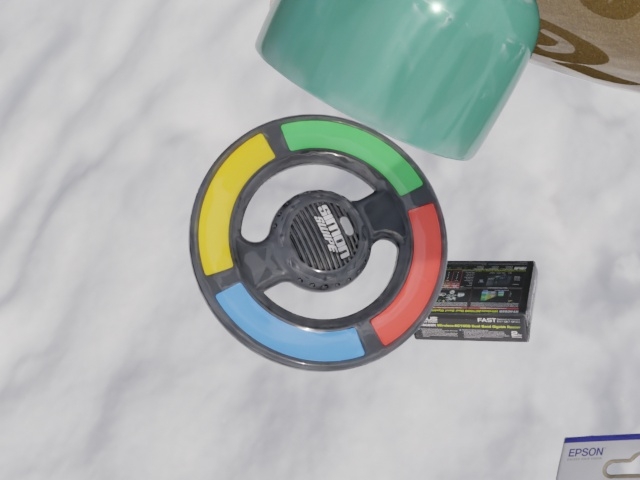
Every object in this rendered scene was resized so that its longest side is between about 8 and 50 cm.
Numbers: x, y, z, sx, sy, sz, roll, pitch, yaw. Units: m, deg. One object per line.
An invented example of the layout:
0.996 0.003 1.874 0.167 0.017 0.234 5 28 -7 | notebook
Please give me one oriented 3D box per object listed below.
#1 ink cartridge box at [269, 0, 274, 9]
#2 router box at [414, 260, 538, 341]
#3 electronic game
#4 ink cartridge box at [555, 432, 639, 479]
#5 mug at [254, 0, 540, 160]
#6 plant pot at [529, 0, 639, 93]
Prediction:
0.022 -0.246 0.937 0.145 0.045 0.179 -43 31 30 | ink cartridge box
0.163 0.063 1.315 0.122 0.038 0.092 0 36 18 | router box
0.000 0.000 1.089 0.229 0.229 0.048 -62 4 -19 | electronic game
0.260 0.340 1.063 0.175 0.069 0.371 -11 51 40 | ink cartridge box
0.047 -0.116 0.647 0.097 0.129 0.158 -63 -4 16 | mug
0.229 -0.173 0.709 0.237 0.237 0.254 -45 34 2 | plant pot
